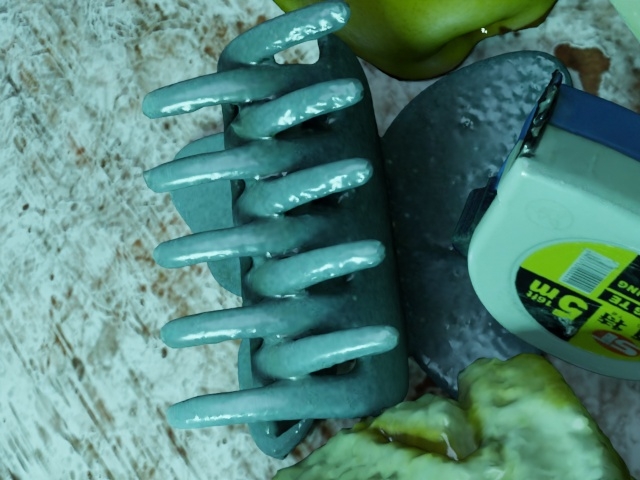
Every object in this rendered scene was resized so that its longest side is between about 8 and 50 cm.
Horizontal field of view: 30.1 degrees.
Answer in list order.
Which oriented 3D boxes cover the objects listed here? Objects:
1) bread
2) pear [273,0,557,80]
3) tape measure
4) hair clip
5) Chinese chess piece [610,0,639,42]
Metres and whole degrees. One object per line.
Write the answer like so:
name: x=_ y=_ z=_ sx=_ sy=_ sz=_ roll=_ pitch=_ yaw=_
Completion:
bread: x=0.048 y=0.282 z=0.764 sx=0.395 sy=0.239 sz=0.264 roll=-25 pitch=25 yaw=2
pear: x=0.050 y=-0.349 z=1.033 sx=0.340 sy=0.191 sz=0.386 roll=-30 pitch=66 yaw=16
tape measure: x=0.268 y=0.032 z=0.802 sx=0.351 sy=0.215 sz=0.098 roll=27 pitch=58 yaw=2
hair clip: x=0.000 y=0.000 z=0.944 sx=0.392 sy=0.238 sz=0.318 roll=-11 pitch=75 yaw=22
Chinese chess piece: x=0.279 y=-0.207 z=0.800 sx=0.146 sy=0.349 sz=0.349 roll=-36 pitch=63 yaw=30
